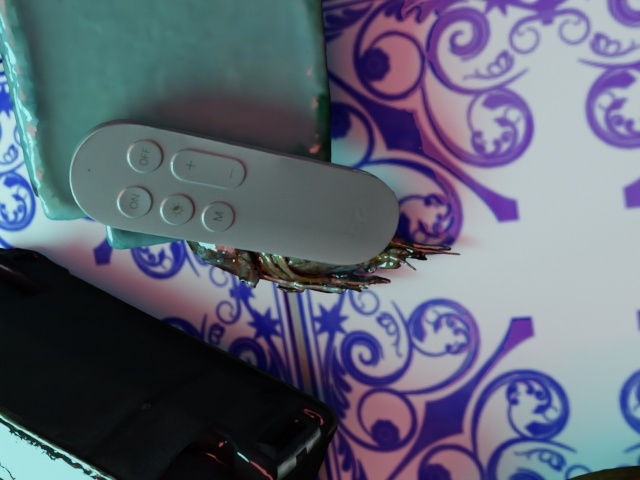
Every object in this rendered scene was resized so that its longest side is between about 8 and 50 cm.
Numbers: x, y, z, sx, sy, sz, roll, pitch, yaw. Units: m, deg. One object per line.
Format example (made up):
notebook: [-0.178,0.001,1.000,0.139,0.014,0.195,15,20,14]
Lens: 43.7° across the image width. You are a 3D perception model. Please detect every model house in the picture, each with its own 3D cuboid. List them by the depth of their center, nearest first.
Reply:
model house: [-0.139,-0.165,0.648,0.230,0.249,0.280,-9,113,-15]

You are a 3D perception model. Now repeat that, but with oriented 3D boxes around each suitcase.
suitcase: [-0.210,0.161,0.673,0.434,0.283,0.194,22,105,16]

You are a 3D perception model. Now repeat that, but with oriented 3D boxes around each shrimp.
shrimp: [0.000,0.000,0.668,0.233,0.079,0.090,3,90,12]

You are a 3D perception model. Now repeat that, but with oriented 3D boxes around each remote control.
remote control: [-0.055,-0.032,0.577,0.245,0.022,0.077,10,108,-22]

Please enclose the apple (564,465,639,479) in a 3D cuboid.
apple: [0.221,0.295,0.511,0.319,0.319,0.277,33,93,13]
